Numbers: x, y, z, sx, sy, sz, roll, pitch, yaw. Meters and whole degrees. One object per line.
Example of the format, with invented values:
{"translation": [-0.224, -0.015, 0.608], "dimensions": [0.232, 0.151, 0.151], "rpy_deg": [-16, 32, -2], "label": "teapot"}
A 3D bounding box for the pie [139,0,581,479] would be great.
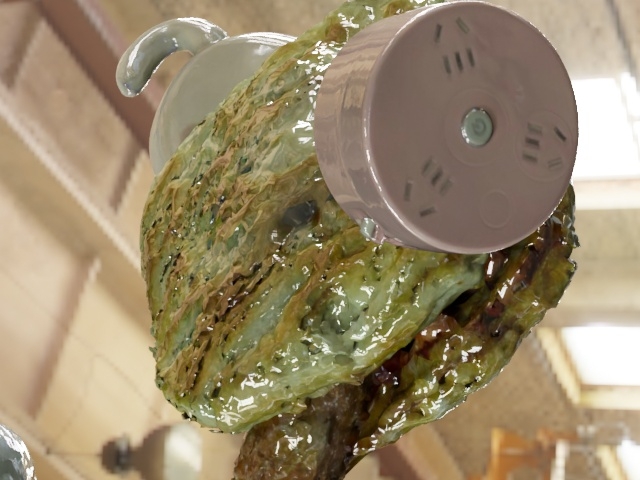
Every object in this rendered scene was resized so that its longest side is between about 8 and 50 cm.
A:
{"translation": [0.002, -0.021, 1.257], "dimensions": [0.180, 0.395, 0.418], "rpy_deg": [37, -164, -36], "label": "pie"}

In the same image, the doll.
{"translation": [-0.031, -0.052, 1.605], "dimensions": [0.370, 0.215, 0.226], "rpy_deg": [57, 176, -37], "label": "doll"}

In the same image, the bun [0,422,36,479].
{"translation": [-0.385, 0.231, 1.216], "dimensions": [0.354, 0.354, 0.194], "rpy_deg": [33, -132, -64], "label": "bun"}

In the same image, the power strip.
{"translation": [0.075, -0.065, 0.962], "dimensions": [0.154, 0.078, 0.154], "rpy_deg": [-1, -88, -26], "label": "power strip"}
